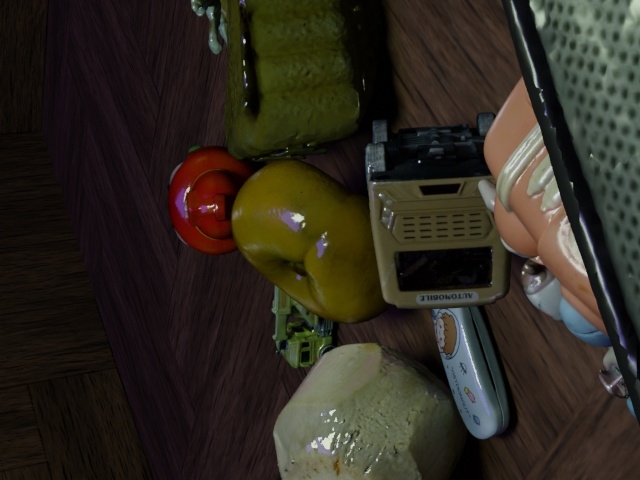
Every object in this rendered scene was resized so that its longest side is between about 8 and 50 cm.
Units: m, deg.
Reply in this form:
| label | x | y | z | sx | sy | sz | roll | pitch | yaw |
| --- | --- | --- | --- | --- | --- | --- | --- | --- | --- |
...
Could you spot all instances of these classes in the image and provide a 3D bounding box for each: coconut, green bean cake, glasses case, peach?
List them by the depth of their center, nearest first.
| label | x | y | z | sx | sy | sz | roll | pitch | yaw |
| --- | --- | --- | --- | --- | --- | --- | --- | --- | --- |
| glasses case | 0.173 | 0.140 | 1.196 | 0.067 | 0.045 | 0.178 | -44 | 57 | 60 |
| coconut | 0.064 | 0.237 | 1.267 | 0.241 | 0.241 | 0.241 | 31 | 125 | 59 |
| peach | 0.000 | 0.000 | 1.318 | 0.251 | 0.153 | 0.251 | 28 | 155 | 14 |
| green bean cake | -0.033 | -0.262 | 1.367 | 0.285 | 0.202 | 0.310 | -163 | 68 | -76 |

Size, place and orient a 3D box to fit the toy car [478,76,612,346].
| label | x | y | z | sx | sy | sz | roll | pitch | yaw |
| --- | --- | --- | --- | --- | --- | --- | --- | --- | --- |
| toy car | 0.237 | -0.035 | 0.750 | 0.212 | 0.180 | 0.270 | -48 | 48 | 17 |

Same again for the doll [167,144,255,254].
| label | x | y | z | sx | sy | sz | roll | pitch | yaw |
| --- | --- | --- | --- | --- | --- | --- | --- | --- | --- |
| doll | -0.174 | -0.066 | 1.720 | 0.363 | 0.160 | 0.182 | -137 | 44 | -80 |

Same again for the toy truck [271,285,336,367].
| label | x | y | z | sx | sy | sz | roll | pitch | yaw |
| --- | --- | --- | --- | --- | --- | --- | --- | --- | --- |
| toy truck | -0.028 | 0.111 | 1.555 | 0.077 | 0.100 | 0.169 | -134 | 43 | -55 |

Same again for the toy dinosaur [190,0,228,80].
| label | x | y | z | sx | sy | sz | roll | pitch | yaw |
| --- | --- | --- | --- | --- | --- | --- | --- | --- | --- |
| toy dinosaur | -0.124 | -0.359 | 1.566 | 0.393 | 0.092 | 0.205 | -80 | -27 | -55 |

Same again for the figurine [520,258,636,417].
| label | x | y | z | sx | sy | sz | roll | pitch | yaw |
| --- | --- | --- | --- | --- | --- | --- | --- | --- | --- |
| figurine | 0.247 | 0.040 | 0.880 | 0.103 | 0.205 | 0.260 | -39 | 55 | 16 |

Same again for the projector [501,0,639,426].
| label | x | y | z | sx | sy | sz | roll | pitch | yaw |
| --- | --- | --- | --- | --- | --- | --- | --- | --- | --- |
| projector | 0.309 | -0.052 | 0.416 | 0.242 | 0.395 | 0.405 | -38 | 67 | 65 |

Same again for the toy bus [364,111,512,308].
| label | x | y | z | sx | sy | sz | roll | pitch | yaw |
| --- | --- | --- | --- | --- | --- | --- | --- | --- | --- |
| toy bus | 0.119 | -0.036 | 1.030 | 0.289 | 0.139 | 0.157 | -76 | -18 | -75 |
